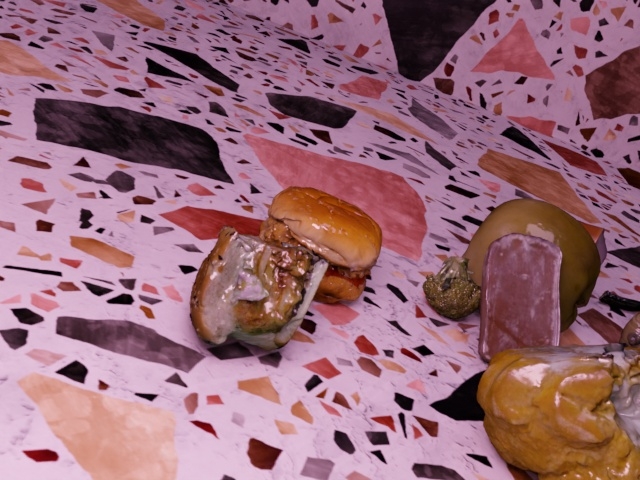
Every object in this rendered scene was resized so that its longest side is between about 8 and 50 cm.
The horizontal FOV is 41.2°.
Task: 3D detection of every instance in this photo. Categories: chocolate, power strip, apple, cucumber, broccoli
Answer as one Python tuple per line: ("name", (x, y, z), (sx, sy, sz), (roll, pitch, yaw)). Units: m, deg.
("chocolate", (0.360, 0.117, 1.586), (0.157, 0.254, 0.080), (12, -16, -15))
("power strip", (0.754, 0.186, 1.920), (0.066, 0.092, 0.387), (34, 25, 27))
("apple", (0.445, 0.040, 1.773), (0.258, 0.233, 0.295), (29, 24, 24))
("cucumber", (0.730, 0.151, 2.047), (0.135, 0.033, 0.034), (19, 61, -9))
("broccoli", (0.260, 0.092, 1.642), (0.131, 0.120, 0.130), (13, -7, -13))

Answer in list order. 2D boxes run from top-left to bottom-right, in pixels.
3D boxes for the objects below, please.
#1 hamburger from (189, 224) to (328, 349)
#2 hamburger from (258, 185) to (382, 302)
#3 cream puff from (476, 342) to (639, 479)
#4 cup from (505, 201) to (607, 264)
("hamburger", (-0.104, 0.074, 1.288), (0.168, 0.192, 0.288), (25, -3, -9))
("hamburger", (0.000, 0.000, 1.543), (0.244, 0.163, 0.244), (18, 23, -8))
("cream puff", (0.374, 0.281, 1.245), (0.323, 0.269, 0.274), (5, -5, -38))
("cup", (0.532, 0.023, 2.012), (0.264, 0.182, 0.226), (25, -11, 21))
